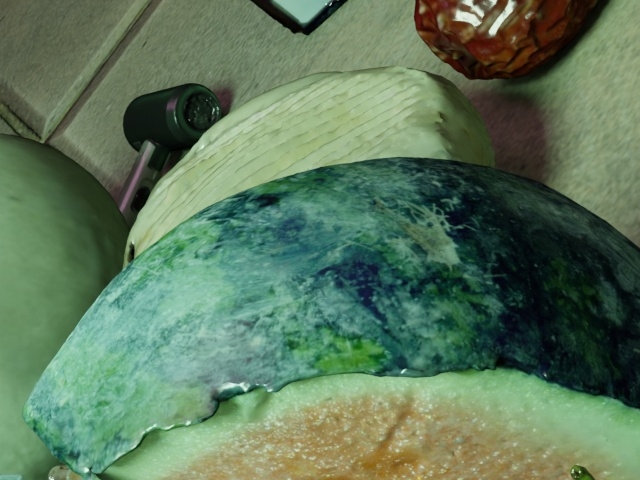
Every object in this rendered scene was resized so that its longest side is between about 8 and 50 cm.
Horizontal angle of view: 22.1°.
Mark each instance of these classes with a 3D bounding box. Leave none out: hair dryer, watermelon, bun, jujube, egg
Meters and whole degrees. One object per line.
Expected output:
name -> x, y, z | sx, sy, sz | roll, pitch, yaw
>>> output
hair dryer -> -0.156, -0.046, 1.448 | 0.100, 0.057, 0.198 | -3, 63, 60
watermelon -> 0.044, 0.092, 0.691 | 0.148, 0.318, 0.226 | -135, 42, -61
bun -> 0.000, 0.000, 0.973 | 0.239, 0.141, 0.239 | -21, 28, 12
jujube -> 0.133, -0.184, 1.036 | 0.112, 0.109, 0.176 | 29, 78, 32
egg -> -0.257, 0.065, 1.215 | 0.258, 0.258, 0.352 | -38, 29, 30

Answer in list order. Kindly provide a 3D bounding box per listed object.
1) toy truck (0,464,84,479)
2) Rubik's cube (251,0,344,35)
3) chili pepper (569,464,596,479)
toy truck -> -0.154, 0.174, 1.054 | 0.080, 0.115, 0.178 | -13, 44, 55
Rubik's cube -> -0.019, -0.316, 1.395 | 0.183, 0.180, 0.167 | -38, 29, 26
chili pepper -> 0.090, 0.197, 0.644 | 0.204, 0.073, 0.072 | -60, 40, 13
